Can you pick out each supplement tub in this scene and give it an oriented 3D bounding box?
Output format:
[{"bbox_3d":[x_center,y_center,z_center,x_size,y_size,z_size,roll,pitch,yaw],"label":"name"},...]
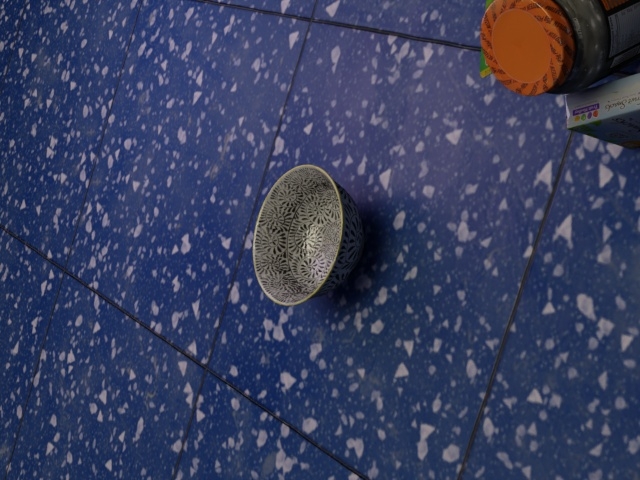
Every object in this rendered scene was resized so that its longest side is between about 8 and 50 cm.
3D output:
[{"bbox_3d":[0.239,-0.202,1.010,0.117,0.190,0.117,33,137,38],"label":"supplement tub"}]

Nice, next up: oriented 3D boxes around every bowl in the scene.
[{"bbox_3d":[0.000,0.000,1.355,0.170,0.080,0.170,-19,65,48],"label":"bowl"}]

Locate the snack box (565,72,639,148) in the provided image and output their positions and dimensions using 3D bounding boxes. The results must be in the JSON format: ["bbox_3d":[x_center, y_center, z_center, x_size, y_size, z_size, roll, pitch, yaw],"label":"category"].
[{"bbox_3d":[0.304,-0.119,0.996,0.141,0.100,0.037,-12,72,48],"label":"snack box"}]

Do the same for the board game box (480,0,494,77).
[{"bbox_3d":[0.214,-0.305,1.179,0.124,0.039,0.259,161,120,-74],"label":"board game box"}]
